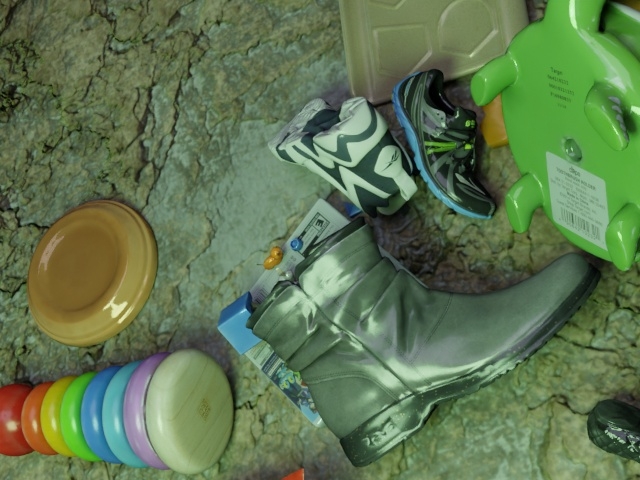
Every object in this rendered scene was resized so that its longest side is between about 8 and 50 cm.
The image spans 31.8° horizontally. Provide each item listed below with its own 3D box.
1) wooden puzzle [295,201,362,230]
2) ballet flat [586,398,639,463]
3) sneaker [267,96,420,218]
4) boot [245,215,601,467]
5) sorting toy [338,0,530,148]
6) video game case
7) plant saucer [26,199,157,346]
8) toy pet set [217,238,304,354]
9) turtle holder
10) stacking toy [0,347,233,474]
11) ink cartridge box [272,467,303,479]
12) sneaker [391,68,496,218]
[{"bbox_3d":[0.000,0.000,1.340,0.078,0.014,0.116,25,83,31],"label":"wooden puzzle"},{"bbox_3d":[0.340,0.208,1.086,0.173,0.049,0.057,28,52,28],"label":"ballet flat"},{"bbox_3d":[0.037,-0.087,1.315,0.094,0.153,0.235,-48,20,-20],"label":"sneaker"},{"bbox_3d":[0.098,0.060,1.161,0.338,0.118,0.223,-36,86,8],"label":"boot"},{"bbox_3d":[0.140,-0.240,1.353,0.229,0.041,0.307,-14,72,24],"label":"sorting toy"},{"bbox_3d":[0.002,0.081,1.291,0.183,0.023,0.201,42,98,32],"label":"video game case"},{"bbox_3d":[-0.305,0.038,1.461,0.199,0.037,0.200,-9,68,23],"label":"plant saucer"},{"bbox_3d":[-0.060,0.068,1.277,0.114,0.065,0.122,-35,61,17],"label":"toy pet set"},{"bbox_3d":[0.294,-0.149,1.098,0.227,0.243,0.320,-27,95,-19],"label":"turtle holder"},{"bbox_3d":[-0.271,0.205,1.337,0.330,0.141,0.141,-6,68,30],"label":"stacking toy"},{"bbox_3d":[-0.077,0.340,1.141,0.066,0.232,0.189,5,68,-15],"label":"ink cartridge box"},{"bbox_3d":[0.146,-0.108,1.255,0.078,0.067,0.188,-32,76,29],"label":"sneaker"}]
